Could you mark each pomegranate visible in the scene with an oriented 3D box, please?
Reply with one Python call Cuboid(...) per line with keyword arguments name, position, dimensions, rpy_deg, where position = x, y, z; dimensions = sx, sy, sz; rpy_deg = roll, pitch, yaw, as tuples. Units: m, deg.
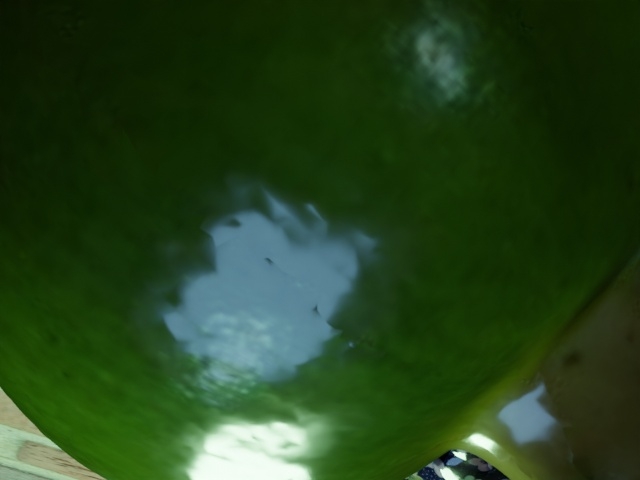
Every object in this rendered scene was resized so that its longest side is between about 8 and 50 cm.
Cuboid(name="pomegranate", position=(0.000, 0.000, 0.437), dimensions=(0.358, 0.216, 0.310), rpy_deg=(47, 145, 11))

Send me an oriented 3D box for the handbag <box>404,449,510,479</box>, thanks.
Cuboid(name="handbag", position=(0.078, 0.118, 0.883), dimensions=(0.207, 0.127, 0.229), rpy_deg=(8, 148, 36))
